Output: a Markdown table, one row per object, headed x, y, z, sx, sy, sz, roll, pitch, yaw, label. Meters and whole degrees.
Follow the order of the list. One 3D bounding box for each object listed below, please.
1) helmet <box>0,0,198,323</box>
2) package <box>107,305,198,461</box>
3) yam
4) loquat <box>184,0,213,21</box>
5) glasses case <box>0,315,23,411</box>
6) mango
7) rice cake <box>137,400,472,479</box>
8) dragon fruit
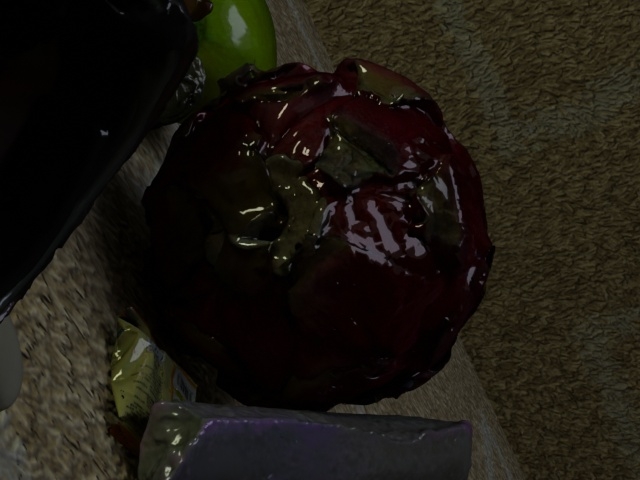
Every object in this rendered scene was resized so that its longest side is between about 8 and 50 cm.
| x | y | z | sx | sy | sz | roll | pitch | yaw | label |
| --- | --- | --- | --- | --- | --- | --- | --- | --- | --- |
| -0.214 | -0.090 | 0.637 | 0.197 | 0.271 | 0.338 | 38 | 2 | 23 | helmet |
| -0.128 | 0.126 | 1.164 | 0.120 | 0.031 | 0.108 | -92 | 157 | -45 | package |
| -0.153 | -0.134 | 1.329 | 0.078 | 0.078 | 0.179 | 66 | -15 | -9 | yam |
| -0.195 | -0.234 | 1.161 | 0.238 | 0.193 | 0.238 | 43 | 7 | -6 | loquat |
| -0.227 | 0.013 | 0.842 | 0.081 | 0.051 | 0.204 | -94 | 158 | -59 | glasses case |
| -0.130 | -0.227 | 1.564 | 0.343 | 0.156 | 0.192 | -102 | 169 | -64 | mango |
| 0.000 | 0.170 | 1.222 | 0.399 | 0.064 | 0.070 | 11 | 91 | -51 | rice cake |
| -0.003 | 0.000 | 1.320 | 0.329 | 0.329 | 0.329 | -23 | 90 | -80 | dragon fruit |
